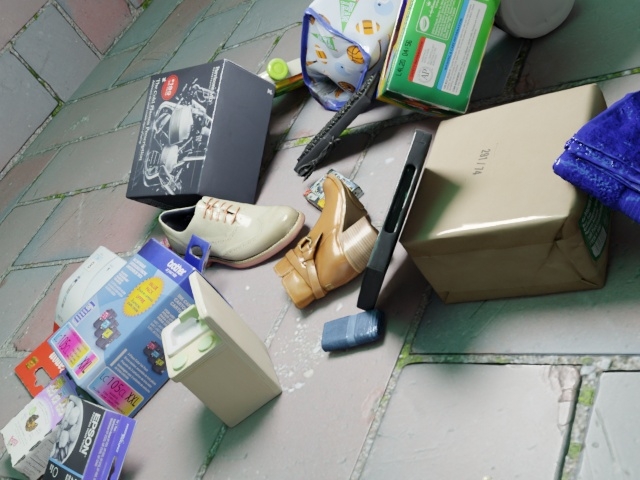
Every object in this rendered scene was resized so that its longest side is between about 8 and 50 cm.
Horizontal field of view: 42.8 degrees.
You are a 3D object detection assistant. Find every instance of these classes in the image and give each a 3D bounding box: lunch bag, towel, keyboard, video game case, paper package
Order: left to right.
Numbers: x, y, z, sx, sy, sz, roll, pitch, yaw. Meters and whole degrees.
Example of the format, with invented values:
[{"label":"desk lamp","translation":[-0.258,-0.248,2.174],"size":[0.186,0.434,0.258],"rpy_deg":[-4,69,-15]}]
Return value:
[{"label":"keyboard","translation":[0.024,-0.248,1.887],"size":[0.317,0.033,0.201],"rpy_deg":[-43,20,47]},{"label":"towel","translation":[0.058,0.163,1.463],"size":[0.119,0.029,0.067],"rpy_deg":[-17,38,29]},{"label":"lunch bag","translation":[0.122,-0.511,2.010],"size":[0.328,0.239,0.385],"rpy_deg":[-47,-5,-15]},{"label":"video game case","translation":[0.123,-0.024,1.403],"size":[0.035,0.275,0.248],"rpy_deg":[19,73,6]},{"label":"paper package","translation":[0.326,-0.077,1.371],"size":[0.309,0.168,0.325],"rpy_deg":[-11,41,37]},{"label":"towel","translation":[0.516,-0.096,1.145],"size":[0.227,0.076,0.308],"rpy_deg":[-37,57,-24]}]

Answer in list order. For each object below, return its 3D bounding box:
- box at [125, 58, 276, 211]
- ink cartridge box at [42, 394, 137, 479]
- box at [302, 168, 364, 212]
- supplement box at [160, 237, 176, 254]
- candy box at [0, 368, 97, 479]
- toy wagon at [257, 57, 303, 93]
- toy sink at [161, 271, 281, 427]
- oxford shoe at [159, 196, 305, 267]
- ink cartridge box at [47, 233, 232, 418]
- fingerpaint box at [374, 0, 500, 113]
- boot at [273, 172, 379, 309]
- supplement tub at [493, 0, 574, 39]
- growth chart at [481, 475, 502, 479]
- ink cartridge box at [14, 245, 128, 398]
[{"label":"box","translation":[-0.306,-0.253,2.071],"size":[0.312,0.179,0.343],"rpy_deg":[0,77,43]},{"label":"ink cartridge box","translation":[-0.452,0.420,1.571],"size":[0.208,0.045,0.206],"rpy_deg":[4,74,46]},{"label":"box","translation":[0.027,-0.104,1.825],"size":[0.094,0.027,0.137],"rpy_deg":[-43,33,-6]},{"label":"supplement box","translation":[-0.375,0.020,2.052],"size":[0.083,0.043,0.055],"rpy_deg":[-37,33,1]},{"label":"candy box","translation":[-0.583,0.397,1.766],"size":[0.196,0.070,0.165],"rpy_deg":[-44,33,-10]},{"label":"toy wagon","translation":[-0.070,-0.461,2.242],"size":[0.344,0.068,0.267],"rpy_deg":[-25,4,-21]},{"label":"toy sink","translation":[-0.200,0.200,1.481],"size":[0.131,0.234,0.153],"rpy_deg":[-36,33,3]},{"label":"oxford shoe","translation":[-0.215,-0.029,1.858],"size":[0.397,0.146,0.140],"rpy_deg":[-11,40,35]},{"label":"ink cartridge box","translation":[-0.375,0.163,1.784],"size":[0.395,0.151,0.270],"rpy_deg":[-45,33,-14]},{"label":"fingerpaint box","translation":[0.250,-0.482,1.625],"size":[0.371,0.163,0.445],"rpy_deg":[-85,11,-82]},{"label":"boot","translation":[0.000,0.000,1.664],"size":[0.220,0.109,0.283],"rpy_deg":[-38,44,9]},{"label":"supplement tub","translation":[0.429,-0.594,1.881],"size":[0.193,0.193,0.316],"rpy_deg":[-36,33,4]},{"label":"growth chart","translation":[0.244,0.405,0.992],"size":[0.172,0.021,0.237],"rpy_deg":[-5,46,40]},{"label":"ink cartridge box","translation":[-0.599,0.203,2.004],"size":[0.385,0.091,0.308],"rpy_deg":[-47,33,-15]}]
